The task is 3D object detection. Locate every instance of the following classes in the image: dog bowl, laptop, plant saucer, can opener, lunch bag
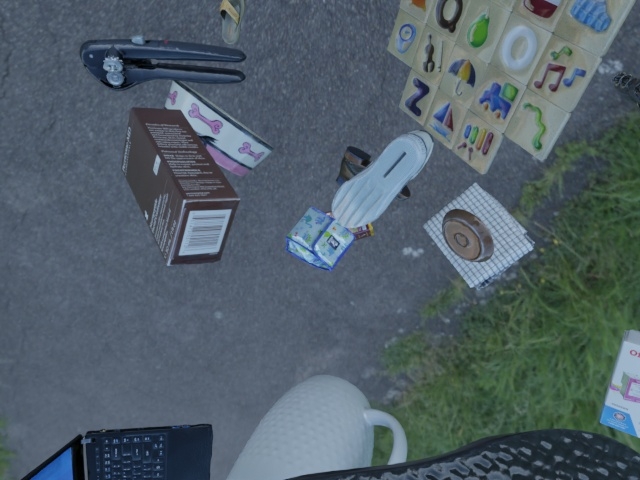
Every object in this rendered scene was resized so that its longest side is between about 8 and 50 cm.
[{"bbox_3d":[-0.367,-0.378,1.814,0.408,0.408,0.150,32,97,-25],"label":"dog bowl"},{"bbox_3d":[-0.279,0.384,0.694,0.265,0.136,0.234,2,113,-15],"label":"laptop"},{"bbox_3d":[0.389,-0.006,1.415,0.029,0.168,0.168,-35,137,-24],"label":"plant saucer"},{"bbox_3d":[-0.179,-0.208,0.604,0.186,0.073,0.059,-2,139,-4],"label":"can opener"},{"bbox_3d":[0.000,0.000,1.419,0.151,0.128,0.096,31,154,13],"label":"lunch bag"}]

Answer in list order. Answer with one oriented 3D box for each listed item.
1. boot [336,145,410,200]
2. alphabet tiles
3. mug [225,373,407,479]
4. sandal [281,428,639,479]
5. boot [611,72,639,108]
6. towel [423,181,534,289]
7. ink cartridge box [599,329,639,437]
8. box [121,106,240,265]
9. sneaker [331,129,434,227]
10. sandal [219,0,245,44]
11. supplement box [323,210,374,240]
[{"bbox_3d":[0.137,-0.149,1.401,0.219,0.082,0.106,43,125,22],"label":"boot"},{"bbox_3d":[0.190,-0.260,0.571,0.011,0.285,0.342,-12,136,-31],"label":"alphabet tiles"},{"bbox_3d":[0.017,0.471,1.149,0.374,0.328,0.276,-15,118,37],"label":"mug"},{"bbox_3d":[0.142,0.275,0.511,0.447,0.167,0.107,1,159,-6],"label":"sandal"},{"bbox_3d":[0.838,-0.383,1.345,0.263,0.229,0.091,28,109,-34],"label":"boot"},{"bbox_3d":[0.496,-0.007,1.650,0.235,0.283,0.121,-38,148,8],"label":"towel"},{"bbox_3d":[0.420,0.187,0.670,0.089,0.052,0.122,16,107,30],"label":"ink cartridge box"},{"bbox_3d":[-0.345,-0.139,1.245,0.143,0.381,0.191,-4,133,-36],"label":"box"},{"bbox_3d":[0.120,-0.108,0.983,0.094,0.091,0.258,56,136,5],"label":"sneaker"},{"bbox_3d":[-0.249,-0.620,1.433,0.072,0.049,0.180,31,134,16],"label":"sandal"},{"bbox_3d":[0.074,-0.048,1.750,0.188,0.104,0.081,-16,163,5],"label":"supplement box"}]
